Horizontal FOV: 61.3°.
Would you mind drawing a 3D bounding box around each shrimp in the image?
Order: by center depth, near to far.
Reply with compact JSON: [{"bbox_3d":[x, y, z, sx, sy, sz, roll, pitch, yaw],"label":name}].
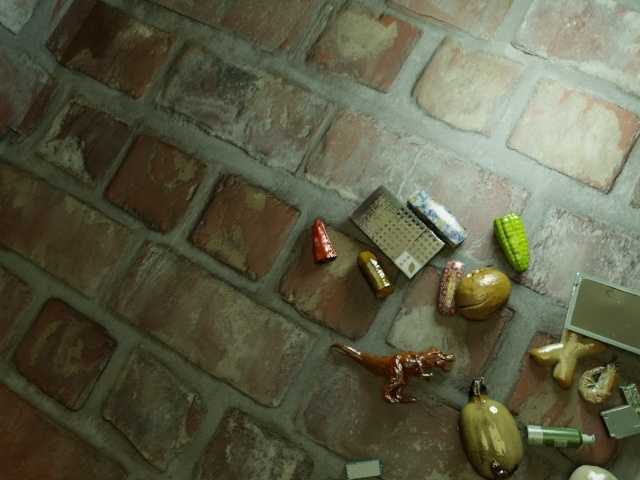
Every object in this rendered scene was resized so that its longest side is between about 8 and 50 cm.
[{"bbox_3d":[0.903,0.444,1.738,0.099,0.041,0.180,34,87,30],"label":"shrimp"}]

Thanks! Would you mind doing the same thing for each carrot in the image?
[{"bbox_3d":[0.192,0.119,1.916,0.082,0.082,0.173,-31,71,3],"label":"carrot"}]

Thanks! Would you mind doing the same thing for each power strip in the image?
[{"bbox_3d":[0.987,0.524,1.687,0.215,0.061,0.145,-19,76,6],"label":"power strip"},{"bbox_3d":[0.146,0.766,1.809,0.123,0.032,0.056,-10,77,8],"label":"power strip"}]

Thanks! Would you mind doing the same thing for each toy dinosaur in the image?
[{"bbox_3d":[0.241,0.452,1.828,0.431,0.097,0.208,0,64,7],"label":"toy dinosaur"}]

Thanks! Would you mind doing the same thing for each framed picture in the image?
[{"bbox_3d":[0.950,0.240,1.753,0.273,0.016,0.217,21,67,14],"label":"framed picture"}]

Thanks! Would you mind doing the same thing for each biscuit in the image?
[{"bbox_3d":[0.812,0.359,1.764,0.208,0.047,0.164,-44,72,-1],"label":"biscuit"}]

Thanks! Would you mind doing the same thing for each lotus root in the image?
[{"bbox_3d":[0.526,0.592,1.706,0.182,0.183,0.310,-16,73,7],"label":"lotus root"}]

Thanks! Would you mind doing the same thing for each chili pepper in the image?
[{"bbox_3d":[0.003,-0.002,1.990,0.088,0.065,0.169,-15,72,6],"label":"chili pepper"}]

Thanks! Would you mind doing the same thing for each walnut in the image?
[{"bbox_3d":[0.555,0.175,1.810,0.211,0.087,0.167,-33,85,-8],"label":"walnut"}]

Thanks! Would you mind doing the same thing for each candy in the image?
[{"bbox_3d":[0.662,0.008,1.847,0.096,0.097,0.210,-17,80,7],"label":"candy"}]

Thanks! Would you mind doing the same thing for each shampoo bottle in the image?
[{"bbox_3d":[0.760,0.626,1.711,0.204,0.065,0.065,1,78,11],"label":"shampoo bottle"}]

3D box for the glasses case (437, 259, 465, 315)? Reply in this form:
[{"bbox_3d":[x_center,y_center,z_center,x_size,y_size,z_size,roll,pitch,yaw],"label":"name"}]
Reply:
[{"bbox_3d":[0.451,0.163,1.872,0.073,0.049,0.195,11,80,13],"label":"glasses case"}]

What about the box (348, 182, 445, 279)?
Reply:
[{"bbox_3d":[0.273,-0.034,1.951,0.180,0.047,0.325,-44,73,0],"label":"box"}]

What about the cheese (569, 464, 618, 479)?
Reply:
[{"bbox_3d":[0.780,0.859,1.618,0.350,0.129,0.329,-10,78,7],"label":"cheese"}]

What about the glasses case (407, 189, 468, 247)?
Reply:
[{"bbox_3d":[0.416,-0.081,1.922,0.087,0.065,0.248,-39,72,-11],"label":"glasses case"}]
